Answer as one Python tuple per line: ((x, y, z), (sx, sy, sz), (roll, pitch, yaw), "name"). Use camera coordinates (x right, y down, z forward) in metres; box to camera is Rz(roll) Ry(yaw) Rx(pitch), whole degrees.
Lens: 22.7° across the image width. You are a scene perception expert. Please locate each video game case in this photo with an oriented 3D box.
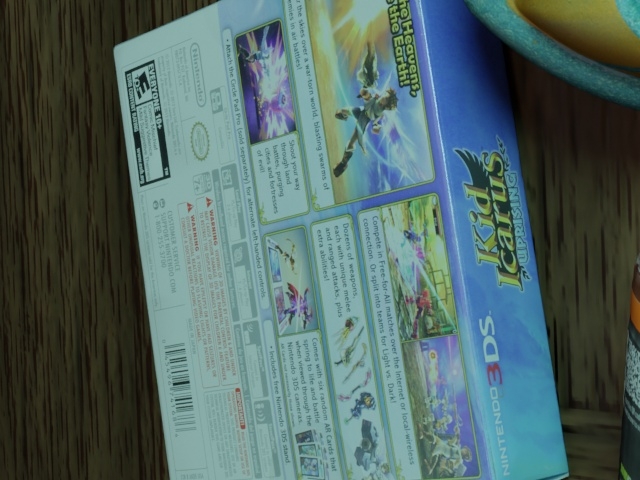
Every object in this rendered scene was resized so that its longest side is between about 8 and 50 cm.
((0.000, 0.000, 0.826), (0.244, 0.061, 0.270), (-13, 83, 48), "video game case")

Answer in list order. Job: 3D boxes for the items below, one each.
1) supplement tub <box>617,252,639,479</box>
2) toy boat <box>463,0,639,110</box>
((0.166, 0.060, 0.596), (0.106, 0.106, 0.198), (22, 120, 44), "supplement tub")
((0.115, -0.164, 0.540), (0.267, 0.148, 0.318), (-14, 120, 44), "toy boat")
